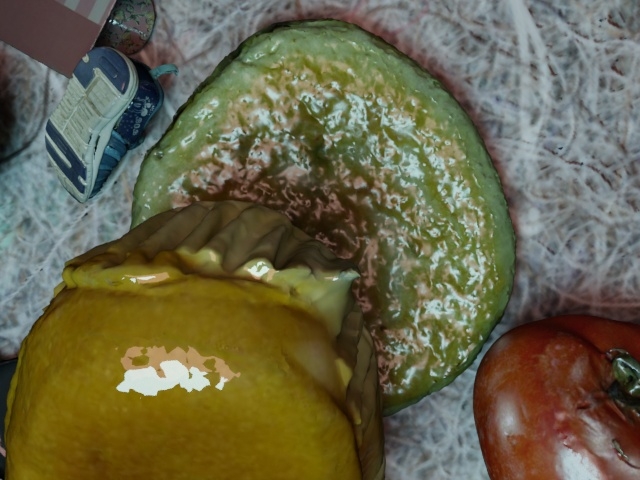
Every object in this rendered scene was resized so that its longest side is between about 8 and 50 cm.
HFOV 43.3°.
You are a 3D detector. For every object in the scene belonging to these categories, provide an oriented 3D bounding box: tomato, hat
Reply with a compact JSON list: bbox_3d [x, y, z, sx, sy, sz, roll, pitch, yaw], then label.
[{"bbox_3d":[0.195,0.135,0.574,0.186,0.151,0.187,5,54,-7],"label":"tomato"},{"bbox_3d":[-0.180,-0.186,0.651,0.087,0.042,0.058,14,95,6],"label":"hat"}]

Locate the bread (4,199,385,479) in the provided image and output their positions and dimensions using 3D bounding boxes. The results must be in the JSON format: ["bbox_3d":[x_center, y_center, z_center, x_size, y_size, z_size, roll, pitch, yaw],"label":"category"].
[{"bbox_3d":[-0.078,0.167,0.539,0.235,0.183,0.389,4,117,13],"label":"bread"}]

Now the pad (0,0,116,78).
[{"bbox_3d":[-0.268,-0.280,0.651,0.299,0.005,0.202,30,97,15],"label":"pad"}]

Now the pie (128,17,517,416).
[{"bbox_3d":[0.000,0.000,0.629,0.323,0.070,0.324,0,96,4],"label":"pie"}]

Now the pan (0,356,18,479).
[{"bbox_3d":[-0.280,0.118,0.681,0.115,0.040,0.212,-44,94,8],"label":"pan"}]

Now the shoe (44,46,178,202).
[{"bbox_3d":[-0.170,-0.090,0.642,0.064,0.071,0.143,50,125,21],"label":"shoe"}]
